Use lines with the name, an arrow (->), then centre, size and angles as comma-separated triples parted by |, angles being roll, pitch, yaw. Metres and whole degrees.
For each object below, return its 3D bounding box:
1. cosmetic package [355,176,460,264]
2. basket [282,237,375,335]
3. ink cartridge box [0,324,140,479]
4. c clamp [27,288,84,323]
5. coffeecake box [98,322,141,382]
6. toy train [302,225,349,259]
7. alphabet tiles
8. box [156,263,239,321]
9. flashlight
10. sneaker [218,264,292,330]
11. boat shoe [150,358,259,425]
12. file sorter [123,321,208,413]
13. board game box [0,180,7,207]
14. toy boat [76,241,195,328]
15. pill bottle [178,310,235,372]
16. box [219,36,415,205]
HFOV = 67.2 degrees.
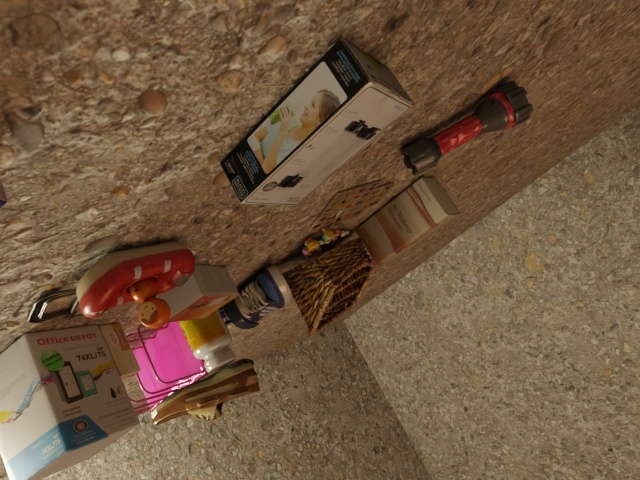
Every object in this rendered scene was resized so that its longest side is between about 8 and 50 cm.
cosmetic package -> 0.280, -0.061, 1.573 | 0.296, 0.153, 0.129 | -41, 162, 31
basket -> 0.064, 0.137, 1.567 | 0.214, 0.223, 0.299 | -28, 175, 34
ink cartridge box -> -0.595, 0.363, 1.096 | 0.197, 0.270, 0.198 | -36, 164, 17
c clamp -> -0.517, 0.131, 0.980 | 0.137, 0.022, 0.161 | -11, 158, -38
coffeecake box -> -0.572, 0.321, 1.243 | 0.186, 0.142, 0.068 | -35, 165, 20
toy train -> 0.000, 0.000, 1.463 | 0.166, 0.046, 0.125 | -34, 168, 21
alphabet tiles -> 0.096, -0.106, 1.361 | 0.237, 0.009, 0.198 | -20, 162, -34
box -> -0.313, 0.133, 1.219 | 0.130, 0.091, 0.170 | -34, 165, 15
flashlight -> 0.345, -0.261, 1.153 | 0.304, 0.103, 0.103 | -30, 139, 3
sneaker -> -0.231, 0.205, 1.519 | 0.236, 0.130, 0.323 | -28, 171, -22
boat shoe -> -0.327, 0.460, 1.393 | 0.324, 0.119, 0.122 | -26, 167, -3
file sorter -> -0.517, 0.380, 1.428 | 0.291, 0.202, 0.182 | -38, 162, 27
board game box -> -0.534, -0.003, 0.422 | 0.319, 0.065, 0.318 | -33, 164, 12
toy boat -> -0.346, 0.103, 0.945 | 0.231, 0.151, 0.151 | -14, 158, -45
pill bottle -> -0.330, 0.270, 1.400 | 0.118, 0.208, 0.117 | -28, 165, -8
box -> -0.007, -0.176, 0.797 | 0.290, 0.087, 0.169 | -38, 163, 29
